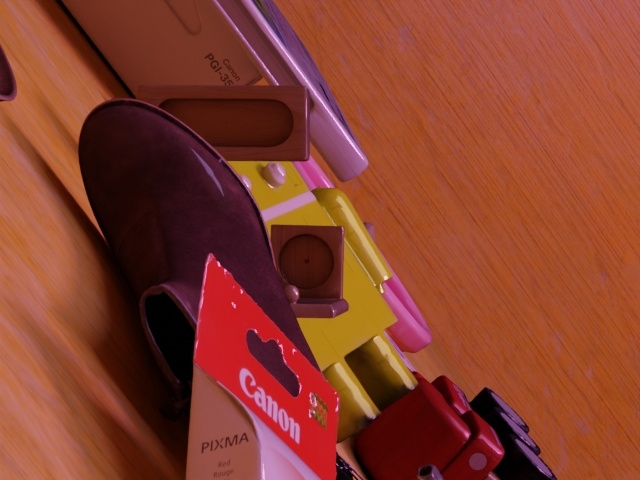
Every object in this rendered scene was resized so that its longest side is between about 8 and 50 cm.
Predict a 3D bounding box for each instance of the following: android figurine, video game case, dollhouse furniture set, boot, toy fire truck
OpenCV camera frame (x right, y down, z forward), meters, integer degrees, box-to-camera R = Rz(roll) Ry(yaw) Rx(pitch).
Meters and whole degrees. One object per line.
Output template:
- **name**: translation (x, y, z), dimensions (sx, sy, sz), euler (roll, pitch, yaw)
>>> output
- **android figurine**: translation (-0.028, 0.017, 1.248), dimensions (0.273, 0.056, 0.248), euler (58, 26, 5)
- **video game case**: translation (-0.078, -0.229, 1.535), dimensions (0.300, 0.036, 0.329), euler (53, 7, -26)
- **dollhouse furniture set**: translation (-0.057, -0.028, 1.067), dimensions (0.123, 0.144, 0.151), euler (-5, 96, -85)
- **boot**: translation (-0.069, 0.020, 0.901), dimensions (0.248, 0.090, 0.207), euler (58, 3, 3)
- **toy fire truck**: translation (0.078, 0.129, 1.414), dimensions (0.246, 0.158, 0.217), euler (42, 7, -9)

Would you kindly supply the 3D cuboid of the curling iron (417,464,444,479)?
- **curling iron**: translation (0.130, 0.274, 1.315), dimensions (0.274, 0.035, 0.068), euler (59, -1, -35)

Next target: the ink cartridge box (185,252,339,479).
- **ink cartridge box**: translation (-0.007, 0.111, 0.750), dimensions (0.145, 0.045, 0.179), euler (51, 34, -46)

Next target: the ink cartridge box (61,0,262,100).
- **ink cartridge box**: translation (-0.170, -0.240, 1.632), dimensions (0.207, 0.117, 0.283), euler (53, 5, -19)

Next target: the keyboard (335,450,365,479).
- **keyboard**: translation (0.034, 0.200, 1.065), dimensions (0.192, 0.038, 0.100), euler (45, 17, -22)

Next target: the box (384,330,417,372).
- **box**: translation (0.123, 0.219, 1.621), dimensions (0.324, 0.063, 0.067), euler (52, 4, -26)

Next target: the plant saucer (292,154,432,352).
- **plant saucer**: translation (0.000, 0.000, 1.853), dimensions (0.332, 0.084, 0.332), euler (53, 4, -6)

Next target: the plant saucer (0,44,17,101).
- **plant saucer**: translation (-0.226, -0.141, 0.819), dimensions (0.198, 0.036, 0.198), euler (54, 5, -7)
